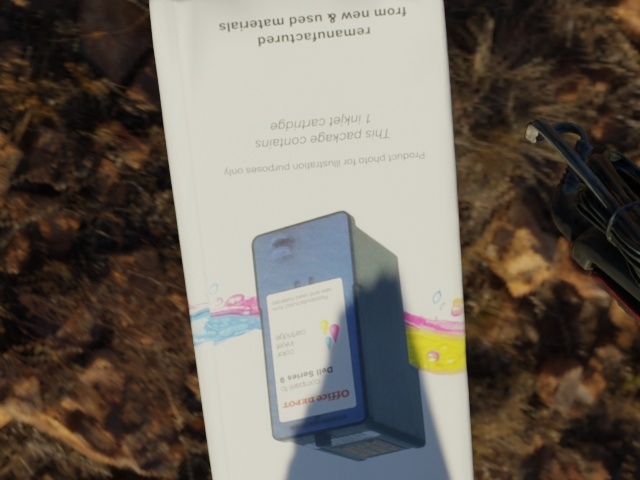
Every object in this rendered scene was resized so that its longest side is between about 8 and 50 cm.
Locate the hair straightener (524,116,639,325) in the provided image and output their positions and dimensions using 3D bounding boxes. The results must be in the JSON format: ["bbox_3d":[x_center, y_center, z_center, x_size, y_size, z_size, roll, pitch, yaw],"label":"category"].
[{"bbox_3d":[0.129,0.012,0.462,0.047,0.230,0.089,-26,131,-3],"label":"hair straightener"}]

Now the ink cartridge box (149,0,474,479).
[{"bbox_3d":[0.000,0.000,0.512,0.093,0.154,0.212,-4,107,0],"label":"ink cartridge box"}]
